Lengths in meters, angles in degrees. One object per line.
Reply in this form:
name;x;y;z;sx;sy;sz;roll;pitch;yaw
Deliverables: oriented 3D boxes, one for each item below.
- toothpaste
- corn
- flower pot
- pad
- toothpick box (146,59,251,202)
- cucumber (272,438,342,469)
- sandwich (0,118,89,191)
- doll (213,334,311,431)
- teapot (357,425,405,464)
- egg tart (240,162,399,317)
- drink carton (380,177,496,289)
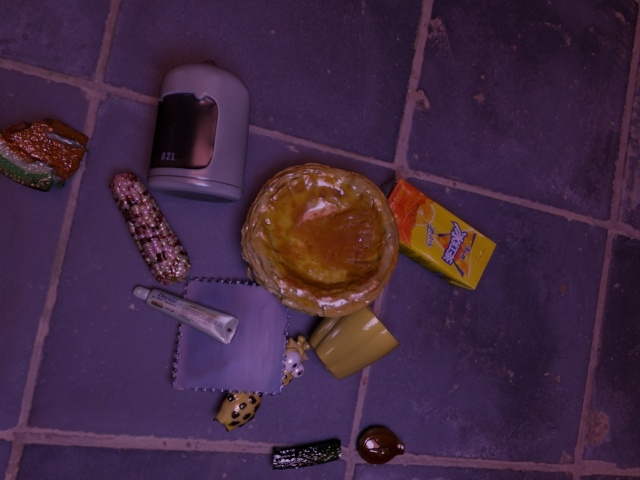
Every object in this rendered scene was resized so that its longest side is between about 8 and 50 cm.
toothpaste;-0.319;0.168;1.016;0.255;0.037;0.067;23;71;-2
corn;-0.393;-0.023;1.000;0.092;0.092;0.281;-29;93;-15
flower pot;0.075;0.244;1.093;0.179;0.195;0.195;-40;101;-1
pad;-0.209;0.228;1.037;0.268;0.012;0.270;7;77;-3
toothpick box;-0.260;-0.252;0.985;0.229;0.229;0.316;7;86;-17
cucumber;-0.035;0.555;1.115;0.187;0.058;0.058;-1;90;-17
sandwich;-0.615;-0.200;0.918;0.184;0.109;0.160;31;83;-15
doll;-0.135;0.354;1.073;0.291;0.086;0.117;-40;136;-15
teapot;0.165;0.558;1.164;0.129;0.078;0.098;12;86;-17
egg tart;0.000;0.000;1.046;0.387;0.169;0.388;1;75;-3
drink carton;0.300;-0.012;1.196;0.351;0.111;0.155;31;82;-16
